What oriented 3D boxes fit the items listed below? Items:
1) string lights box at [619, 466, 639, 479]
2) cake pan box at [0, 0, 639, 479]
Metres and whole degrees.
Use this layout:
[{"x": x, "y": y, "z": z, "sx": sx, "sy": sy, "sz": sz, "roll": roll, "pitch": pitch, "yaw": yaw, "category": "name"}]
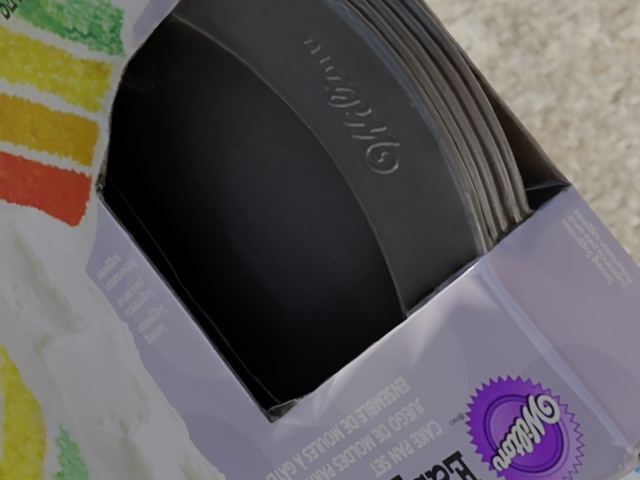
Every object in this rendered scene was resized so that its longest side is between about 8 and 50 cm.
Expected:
[{"x": 0.242, "y": 0.314, "z": 1.462, "sx": 0.260, "sy": 0.133, "sz": 0.077, "roll": -58, "pitch": 0, "yaw": -26, "category": "string lights box"}, {"x": -0.042, "y": 0.013, "z": 0.529, "sx": 0.267, "sy": 0.246, "sz": 0.070, "roll": -39, "pitch": -2, "yaw": 40, "category": "cake pan box"}]
